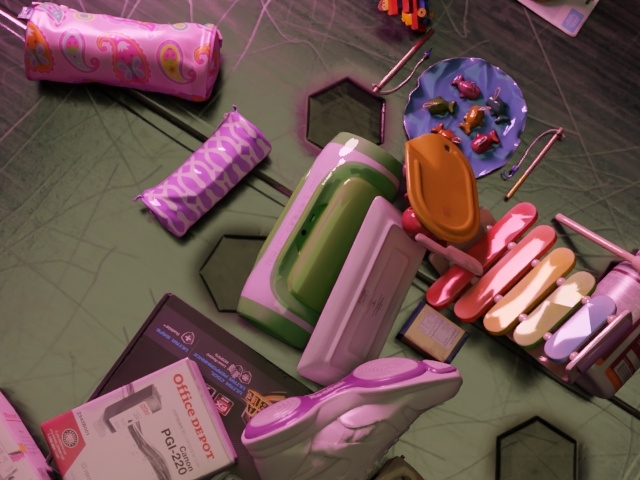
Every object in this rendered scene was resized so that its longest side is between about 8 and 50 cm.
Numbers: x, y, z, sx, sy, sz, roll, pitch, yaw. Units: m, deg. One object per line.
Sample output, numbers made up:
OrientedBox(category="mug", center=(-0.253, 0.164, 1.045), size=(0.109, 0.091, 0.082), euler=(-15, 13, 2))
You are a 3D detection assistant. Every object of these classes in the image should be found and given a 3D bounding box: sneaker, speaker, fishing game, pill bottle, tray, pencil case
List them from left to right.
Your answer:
OrientedBox(category="pencil case", center=(-0.286, -0.274, 1.860), size=(0.284, 0.124, 0.124), euler=(8, 81, 1))
OrientedBox(category="pencil case", center=(-0.163, -0.098, 1.848), size=(0.206, 0.086, 0.088), euler=(-45, 104, -8))
OrientedBox(category="speaker", center=(0.000, 0.000, 1.818), size=(0.131, 0.131, 0.296), euler=(29, 81, 3))
OrientedBox(category="sneaker", center=(0.053, 0.255, 1.737), size=(0.305, 0.114, 0.152), euler=(-21, 103, -5))
OrientedBox(category="tray", center=(0.072, 0.086, 1.801), size=(0.030, 0.145, 0.270), euler=(17, 80, 44))
OrientedBox(category="fishing game", center=(0.212, -0.184, 1.897), size=(0.264, 0.041, 0.189), euler=(43, 81, 7))
OrientedBox(category="pill bottle", center=(0.431, 0.106, 1.812), size=(0.121, 0.121, 0.221), euler=(44, 82, 6))

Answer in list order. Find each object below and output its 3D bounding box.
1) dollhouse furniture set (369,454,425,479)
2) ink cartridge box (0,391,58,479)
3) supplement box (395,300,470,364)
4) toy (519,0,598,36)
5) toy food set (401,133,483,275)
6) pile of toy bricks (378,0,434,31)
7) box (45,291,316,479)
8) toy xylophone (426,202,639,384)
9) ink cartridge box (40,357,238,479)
OrientedBox(category="dollhouse furniture set", center=(0.125, 0.400, 1.753), size=(0.184, 0.129, 0.129), euler=(44, 82, 6))
OrientedBox(category="ink cartridge box", center=(-0.429, 0.294, 1.765), size=(0.067, 0.115, 0.198), euler=(-33, 82, -6))
OrientedBox(category="supplement box", center=(0.157, 0.135, 1.820), size=(0.083, 0.083, 0.056), euler=(35, 82, 5))
OrientedBox(category="toy", center=(0.320, -0.428, 1.930), size=(0.237, 0.056, 0.137), euler=(34, 83, 4))
OrientedBox(category="toy food set", center=(0.155, -0.046, 1.815), size=(0.128, 0.071, 0.217), euler=(21, 51, -28))
OrientedBox(category="pile of toy bricks", center=(0.098, -0.415, 1.909), size=(0.105, 0.118, 0.212), euler=(-4, 90, 30))
OrientedBox(category="box", center=(-0.177, 0.273, 1.798), size=(0.295, 0.073, 0.293), euler=(35, 81, 5))
OrientedBox(category="toy xylophone", center=(0.309, 0.057, 1.779), size=(0.323, 0.081, 0.236), euler=(30, 73, 41))
OrientedBox(category="ink cartridge box", center=(-0.237, 0.271, 1.715), size=(0.218, 0.092, 0.158), euler=(-24, 82, -6))
